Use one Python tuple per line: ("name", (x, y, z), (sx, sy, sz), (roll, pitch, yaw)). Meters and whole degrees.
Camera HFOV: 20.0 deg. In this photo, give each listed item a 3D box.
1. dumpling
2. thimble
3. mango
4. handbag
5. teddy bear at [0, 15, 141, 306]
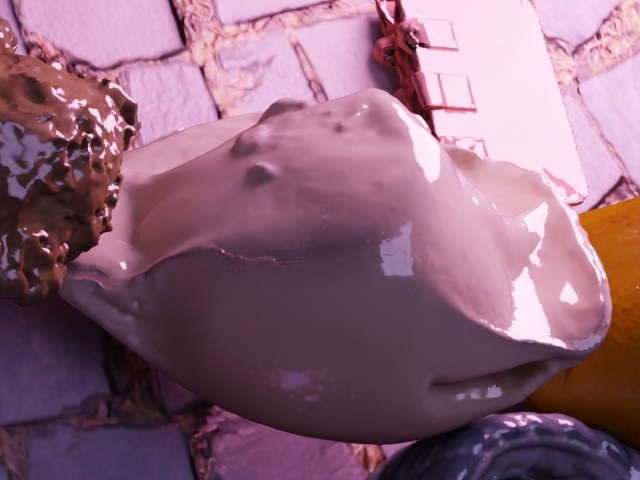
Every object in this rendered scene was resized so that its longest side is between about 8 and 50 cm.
("dumpling", (0.000, 0.000, 1.309), (0.395, 0.233, 0.315), (1, 32, -3))
("thimble", (0.147, 0.238, 1.323), (0.250, 0.172, 0.204), (31, 60, -15))
("mango", (0.279, 0.053, 1.380), (0.253, 0.365, 0.182), (-48, 133, -39))
("handbag", (0.132, -0.116, 1.533), (0.157, 0.059, 0.212), (-2, 69, -35))
("teddy bear", (-0.247, -0.070, 1.182), (0.256, 0.156, 0.267), (29, 55, -5))
